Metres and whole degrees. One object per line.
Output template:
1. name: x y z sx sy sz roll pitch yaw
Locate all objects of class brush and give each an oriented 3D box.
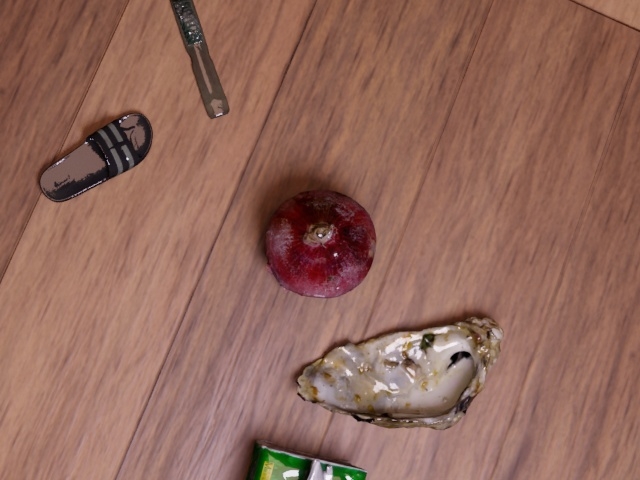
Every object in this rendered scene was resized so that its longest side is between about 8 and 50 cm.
1. brush: -0.174 -0.270 1.355 0.034 0.027 0.190 -18 87 -8

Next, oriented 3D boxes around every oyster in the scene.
1. oyster: 0.113 0.189 1.324 0.294 0.094 0.166 0 65 1

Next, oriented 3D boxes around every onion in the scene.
1. onion: 0.000 0.000 1.265 0.160 0.195 0.159 0 79 0

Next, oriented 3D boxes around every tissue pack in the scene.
1. tissue pack: -0.035 0.386 1.234 0.148 0.156 0.209 16 80 -9

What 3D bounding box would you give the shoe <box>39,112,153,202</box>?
1. shoe: -0.310 -0.116 1.305 0.179 0.049 0.071 -34 90 -11
